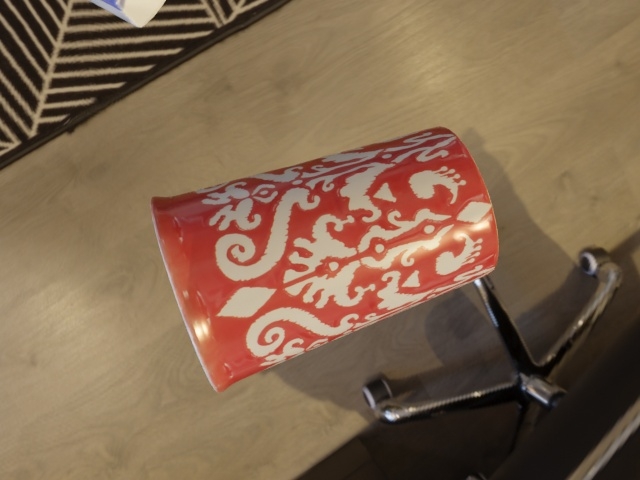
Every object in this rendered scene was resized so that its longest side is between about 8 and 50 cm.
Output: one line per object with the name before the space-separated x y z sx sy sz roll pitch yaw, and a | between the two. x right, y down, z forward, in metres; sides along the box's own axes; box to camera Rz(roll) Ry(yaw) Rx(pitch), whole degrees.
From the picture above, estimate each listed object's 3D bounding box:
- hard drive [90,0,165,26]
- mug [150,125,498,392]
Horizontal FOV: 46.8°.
hard drive | -0.196 -0.317 0.579 0.319 0.040 0.210 32 86 24
mug | -0.001 -0.007 0.433 0.169 0.150 0.113 -19 126 -6
